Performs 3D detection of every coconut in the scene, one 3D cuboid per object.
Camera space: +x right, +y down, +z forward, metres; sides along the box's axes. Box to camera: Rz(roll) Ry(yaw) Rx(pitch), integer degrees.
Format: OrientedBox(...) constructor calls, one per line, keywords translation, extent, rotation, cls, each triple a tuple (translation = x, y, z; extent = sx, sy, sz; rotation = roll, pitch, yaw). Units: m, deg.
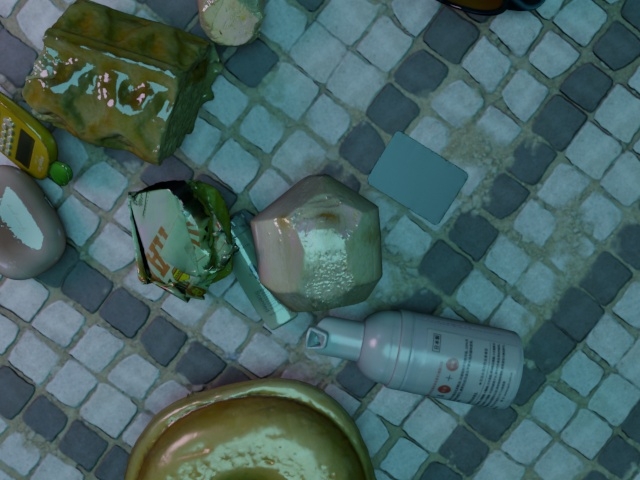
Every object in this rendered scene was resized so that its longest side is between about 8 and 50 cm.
OrientedBox(translation=(-0.004, 0.000, 1.236), extent=(0.241, 0.241, 0.241), rotation=(0, 97, -2), cls="coconut")
OrientedBox(translation=(-0.148, -0.393, 1.232), extent=(0.116, 0.122, 0.116), rotation=(-5, 135, -5), cls="coconut")

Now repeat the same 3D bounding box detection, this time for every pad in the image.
OrientedBox(translation=(0.175, -0.112, 1.331), extent=(0.157, 0.003, 0.112), rotation=(31, 94, -6), cls="pad")

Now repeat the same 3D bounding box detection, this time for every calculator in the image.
OrientedBox(translation=(-0.509, -0.177, 1.238), extent=(0.235, 0.146, 0.032), rotation=(40, 55, -5), cls="calculator")

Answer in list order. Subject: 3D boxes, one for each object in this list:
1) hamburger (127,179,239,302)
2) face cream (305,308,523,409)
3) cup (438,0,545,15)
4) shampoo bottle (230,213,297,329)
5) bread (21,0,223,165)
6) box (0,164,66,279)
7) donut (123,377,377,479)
OrientedBox(translation=(-0.217, -0.003, 1.243), extent=(0.235, 0.125, 0.214), rotation=(-10, 102, 33), cls="hamburger")
OrientedBox(translation=(0.155, 0.192, 1.297), extent=(0.369, 0.145, 0.145), rotation=(13, 96, -3), cls="face cream")
OrientedBox(translation=(0.280, -0.534, 1.166), extent=(0.308, 0.242, 0.292), rotation=(26, 93, -2), cls="cup")
OrientedBox(translation=(-0.116, 0.056, 1.317), extent=(0.072, 0.049, 0.212), rotation=(-31, 97, 3), cls="shampoo bottle")
OrientedBox(translation=(-0.321, -0.257, 1.206), extent=(0.252, 0.238, 0.196), rotation=(25, 136, -1), cls="bread")
OrientedBox(translation=(-0.531, -0.031, 1.271), extent=(0.146, 0.088, 0.200), rotation=(-30, 96, 0), cls="box")
OrientedBox(translation=(-0.120, 0.446, 1.278), extent=(0.448, 0.198, 0.449), rotation=(0, 90, 0), cls="donut")
